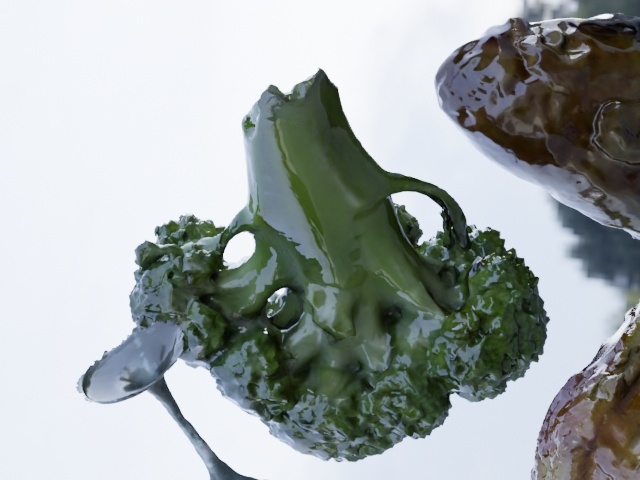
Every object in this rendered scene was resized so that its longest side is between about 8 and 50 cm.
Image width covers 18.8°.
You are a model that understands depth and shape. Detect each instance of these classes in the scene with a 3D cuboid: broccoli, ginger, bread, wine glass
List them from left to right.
[{"bbox_3d":[-0.046,0.165,1.179,0.262,0.074,0.074,57,-146,-27],"label":"wine glass"},{"bbox_3d":[-0.006,0.012,1.344,0.302,0.254,0.186,52,-150,-20],"label":"broccoli"},{"bbox_3d":[0.235,-0.089,1.436,0.321,0.172,0.165,18,-98,-45],"label":"ginger"},{"bbox_3d":[0.200,0.059,1.089,0.271,0.077,0.139,-53,-22,-38],"label":"bread"}]
